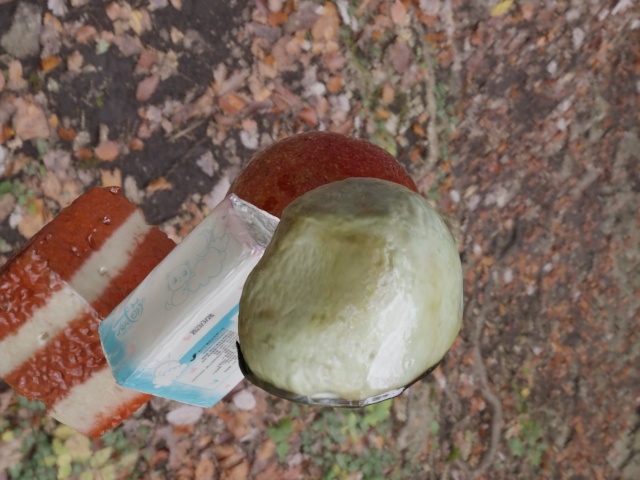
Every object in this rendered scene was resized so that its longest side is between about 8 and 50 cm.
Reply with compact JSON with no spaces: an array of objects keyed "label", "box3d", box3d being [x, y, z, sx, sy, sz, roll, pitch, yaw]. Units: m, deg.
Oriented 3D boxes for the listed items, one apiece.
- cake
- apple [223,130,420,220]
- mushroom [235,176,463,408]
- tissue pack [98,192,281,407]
[{"label":"cake","box3d":[-0.381,0.120,1.483,0.269,0.270,0.319,-36,105,30]},{"label":"apple","box3d":[0.000,0.000,1.428,0.348,0.277,0.349,1,113,1]},{"label":"mushroom","box3d":[0.040,0.036,0.885,0.267,0.189,0.164,-20,121,-33]},{"label":"tissue pack","box3d":[-0.136,0.087,1.169,0.271,0.124,0.201,-43,147,15]}]
